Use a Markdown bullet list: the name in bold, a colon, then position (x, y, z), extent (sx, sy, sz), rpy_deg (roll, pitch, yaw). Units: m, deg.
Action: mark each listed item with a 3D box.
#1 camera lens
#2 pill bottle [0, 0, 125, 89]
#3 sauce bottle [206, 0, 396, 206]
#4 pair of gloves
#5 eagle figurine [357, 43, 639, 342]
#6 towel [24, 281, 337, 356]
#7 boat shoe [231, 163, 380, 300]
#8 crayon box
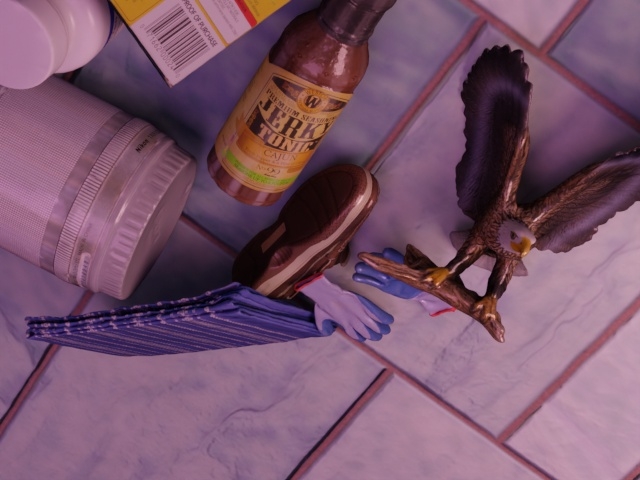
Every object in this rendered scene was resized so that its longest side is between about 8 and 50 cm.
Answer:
- **camera lens**: position (-0.316, -0.076, 2.121), extent (0.274, 0.219, 0.219), rpy_deg (27, 130, 5)
- **pill bottle**: position (-0.282, -0.279, 1.925), extent (0.152, 0.272, 0.152), rpy_deg (13, 128, 17)
- **sauce bottle**: position (-0.018, -0.182, 1.978), extent (0.111, 0.111, 0.344), rpy_deg (33, 131, 0)
- **pair of gloves**: position (0.066, 0.071, 2.132), extent (0.198, 0.023, 0.159), rpy_deg (-25, 136, 31)
- **eagle figurine**: position (0.227, -0.043, 1.946), extent (0.226, 0.225, 0.298), rpy_deg (20, 106, -42)
- **towel**: position (-0.176, 0.107, 2.218), extent (0.336, 0.243, 0.040), rpy_deg (-8, 75, 30)
- **boat shoe**: position (-0.001, -0.007, 2.124), extent (0.095, 0.095, 0.257), rpy_deg (17, 142, -34)
- **crayon box**: position (-0.083, -0.327, 1.802), extent (0.318, 0.081, 0.202), rpy_deg (-35, 142, -1)
